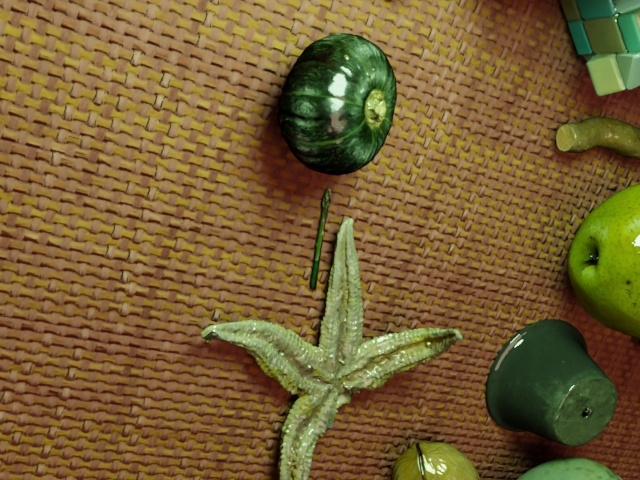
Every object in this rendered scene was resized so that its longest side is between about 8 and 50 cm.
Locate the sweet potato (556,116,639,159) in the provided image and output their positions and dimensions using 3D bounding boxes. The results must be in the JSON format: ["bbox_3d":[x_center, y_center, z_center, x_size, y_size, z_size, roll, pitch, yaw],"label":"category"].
[{"bbox_3d":[0.525,-0.176,1.580,0.281,0.059,0.067,1,87,-30],"label":"sweet potato"}]

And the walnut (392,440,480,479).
[{"bbox_3d":[0.203,0.426,1.603,0.144,0.144,0.180,-43,131,-6],"label":"walnut"}]

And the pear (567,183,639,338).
[{"bbox_3d":[0.565,0.037,1.558,0.294,0.294,0.294,-10,113,-24],"label":"pear"}]

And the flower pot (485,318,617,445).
[{"bbox_3d":[0.438,0.279,1.660,0.235,0.148,0.235,-11,115,-24],"label":"flower pot"}]

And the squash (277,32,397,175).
[{"bbox_3d":[0.023,-0.187,1.251,0.193,0.156,0.193,-40,150,-28],"label":"squash"}]

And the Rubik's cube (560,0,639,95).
[{"bbox_3d":[0.521,-0.345,1.422,0.265,0.224,0.213,-28,106,-10],"label":"Rubik's cube"}]

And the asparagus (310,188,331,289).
[{"bbox_3d":[0.000,0.000,1.400,0.013,0.016,0.166,10,108,4],"label":"asparagus"}]

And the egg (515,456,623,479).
[{"bbox_3d":[0.448,0.613,1.682,0.345,0.345,0.428,16,85,-31],"label":"egg"}]

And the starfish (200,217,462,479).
[{"bbox_3d":[0.020,0.206,1.425,0.398,0.132,0.384,-31,118,1],"label":"starfish"}]
